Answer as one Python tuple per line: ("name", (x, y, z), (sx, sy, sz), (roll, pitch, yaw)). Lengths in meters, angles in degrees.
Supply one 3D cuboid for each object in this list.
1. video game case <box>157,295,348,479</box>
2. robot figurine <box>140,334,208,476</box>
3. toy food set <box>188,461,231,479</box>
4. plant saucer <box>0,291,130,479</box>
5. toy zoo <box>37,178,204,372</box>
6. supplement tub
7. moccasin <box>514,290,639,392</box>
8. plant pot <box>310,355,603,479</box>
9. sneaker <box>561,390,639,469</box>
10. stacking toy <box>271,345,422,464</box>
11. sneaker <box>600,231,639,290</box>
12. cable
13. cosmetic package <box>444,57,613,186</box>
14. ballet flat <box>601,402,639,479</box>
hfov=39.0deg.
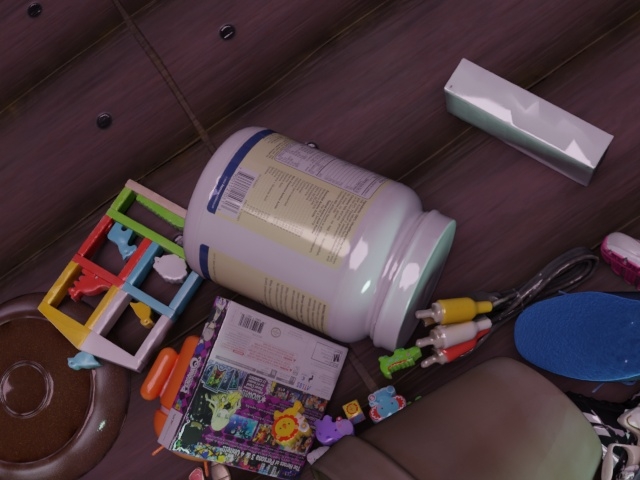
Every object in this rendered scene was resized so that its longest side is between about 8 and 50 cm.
("video game case", (-0.086, 0.211, 1.252), (0.042, 0.232, 0.210), (14, 81, 51))
("robot figurine", (-0.159, 0.222, 1.304), (0.128, 0.158, 0.219), (17, 82, 41))
("toy food set", (-0.157, 0.381, 1.328), (0.078, 0.019, 0.122), (-32, 75, 4))
("plant saucer", (-0.449, 0.231, 1.403), (0.311, 0.050, 0.310), (-2, 80, 12))
("toy zoo", (-0.296, 0.069, 1.382), (0.192, 0.030, 0.293), (29, 75, 15))
("supplement tub", (0.000, 0.000, 1.258), (0.325, 0.235, 0.235), (24, 85, 15))
("moccasin", (0.430, 0.134, 1.180), (0.342, 0.117, 0.137), (-2, 79, 32))
("plant pot", (0.195, 0.309, 1.150), (0.280, 0.323, 0.323), (-41, 74, -17))
("sneaker", (0.387, 0.228, 1.226), (0.217, 0.079, 0.121), (39, 83, 10))
("stacking toy", (0.057, 0.242, 1.228), (0.221, 0.167, 0.052), (-27, 52, 0))
("sneaker", (0.510, 0.025, 1.228), (0.252, 0.103, 0.111), (17, 80, 7))
("cable", (0.260, 0.103, 1.258), (0.287, 0.139, 0.072), (-16, 41, -7))
("cosmetic package", (0.296, -0.170, 1.302), (0.239, 0.099, 0.060), (31, 87, 15))
("ballet flat", (0.399, 0.258, 1.134), (0.074, 0.074, 0.203), (25, 77, 15))
